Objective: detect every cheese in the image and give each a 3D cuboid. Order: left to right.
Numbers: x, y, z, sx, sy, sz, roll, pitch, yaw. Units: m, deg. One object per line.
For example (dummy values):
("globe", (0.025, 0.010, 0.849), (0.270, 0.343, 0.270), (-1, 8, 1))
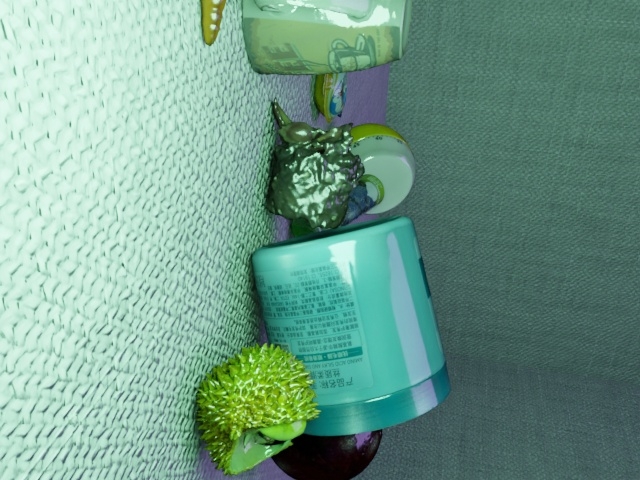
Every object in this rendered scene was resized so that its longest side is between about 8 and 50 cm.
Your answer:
("cheese", (0.035, -0.388, 1.681), (0.270, 0.069, 0.177), (-1, 98, -80))

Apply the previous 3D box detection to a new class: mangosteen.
("mangosteen", (0.004, 0.404, 1.496), (0.297, 0.296, 0.294), (-44, 138, -74))

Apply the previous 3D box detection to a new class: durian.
("durian", (-0.103, 0.269, 1.055), (0.237, 0.200, 0.177), (104, -25, -52))

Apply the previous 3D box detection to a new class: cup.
("cup", (0.013, -0.383, 1.046), (0.301, 0.256, 0.228), (-39, 133, -73))

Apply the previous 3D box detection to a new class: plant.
("plant", (-0.013, -0.139, 1.289), (0.178, 0.203, 0.234), (146, -45, -89))

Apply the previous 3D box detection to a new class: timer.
("timer", (0.137, -0.239, 1.923), (0.285, 0.284, 0.286), (8, 90, -80))

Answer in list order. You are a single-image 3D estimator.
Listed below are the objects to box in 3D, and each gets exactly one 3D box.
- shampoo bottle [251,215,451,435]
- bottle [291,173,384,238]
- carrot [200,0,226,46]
("shampoo bottle", (0.054, 0.149, 1.248), (0.331, 0.330, 0.343), (-29, 106, -78))
("bottle", (0.050, -0.081, 1.659), (0.330, 0.093, 0.093), (-34, 134, -49))
("carrot", (-0.126, -0.418, 0.814), (0.069, 0.069, 0.336), (-52, 155, -71))
